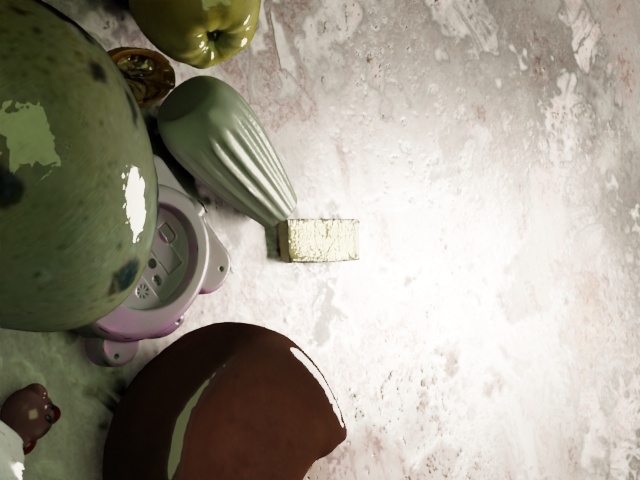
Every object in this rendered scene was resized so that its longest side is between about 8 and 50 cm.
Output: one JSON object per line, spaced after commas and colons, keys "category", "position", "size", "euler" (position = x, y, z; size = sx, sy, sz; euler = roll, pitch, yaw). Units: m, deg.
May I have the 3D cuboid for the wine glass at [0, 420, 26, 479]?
{"category": "wine glass", "position": [-0.502, 0.255, 1.436], "size": [0.323, 0.238, 0.238], "euler": [20, 72, -26]}

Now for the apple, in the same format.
{"category": "apple", "position": [-0.170, -0.338, 1.799], "size": [0.200, 0.200, 0.200], "euler": [5, 82, -39]}

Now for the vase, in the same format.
{"category": "vase", "position": [-0.123, -0.117, 1.864], "size": [0.248, 0.128, 0.128], "euler": [50, 56, -36]}

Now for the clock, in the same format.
{"category": "clock", "position": [-0.256, 0.029, 1.756], "size": [0.248, 0.090, 0.228], "euler": [-47, 114, -31]}

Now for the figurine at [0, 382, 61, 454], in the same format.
{"category": "figurine", "position": [-0.369, 0.222, 1.650], "size": [0.067, 0.071, 0.083], "euler": [17, 59, 6]}

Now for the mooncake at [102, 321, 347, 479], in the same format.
{"category": "mooncake", "position": [-0.127, 0.273, 1.780], "size": [0.333, 0.174, 0.326], "euler": [17, 78, -41]}

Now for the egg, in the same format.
{"category": "egg", "position": [-0.363, -0.091, 1.507], "size": [0.428, 0.345, 0.345], "euler": [50, 56, -14]}

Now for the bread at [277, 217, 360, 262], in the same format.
{"category": "bread", "position": [0.000, 0.000, 2.010], "size": [0.153, 0.028, 0.068], "euler": [-2, 86, -41]}

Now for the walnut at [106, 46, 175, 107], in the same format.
{"category": "walnut", "position": [-0.260, -0.231, 1.797], "size": [0.121, 0.052, 0.091], "euler": [4, 123, -36]}
